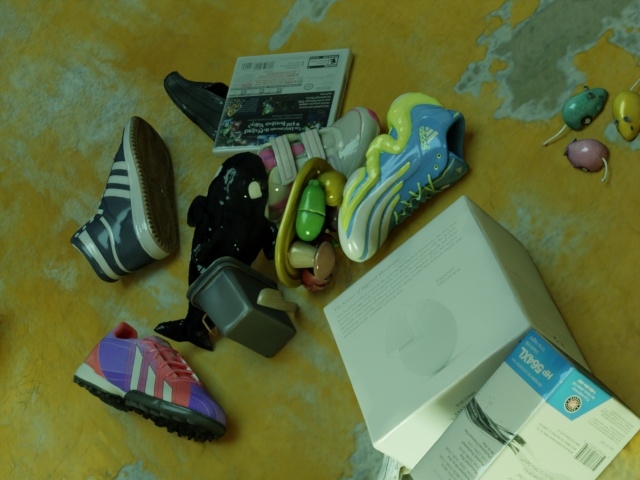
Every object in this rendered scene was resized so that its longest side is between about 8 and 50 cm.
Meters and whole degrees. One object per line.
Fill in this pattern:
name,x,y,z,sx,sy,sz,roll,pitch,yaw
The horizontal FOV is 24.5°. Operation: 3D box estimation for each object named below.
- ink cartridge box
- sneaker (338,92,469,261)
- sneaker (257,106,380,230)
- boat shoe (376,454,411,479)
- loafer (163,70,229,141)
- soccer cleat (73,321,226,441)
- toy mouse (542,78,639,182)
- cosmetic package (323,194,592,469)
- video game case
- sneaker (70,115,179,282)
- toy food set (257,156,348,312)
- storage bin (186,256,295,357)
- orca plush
ink cartridge box,0.213,0.216,1.532,0.203,0.148,0.086,-49,40,5
sneaker,0.112,-0.078,1.900,0.126,0.091,0.240,14,80,41
sneaker,-0.026,-0.099,2.034,0.252,0.111,0.103,-42,40,14
boat shoe,0.091,0.260,1.719,0.035,0.035,0.100,9,62,19
loafer,-0.173,-0.213,2.302,0.078,0.076,0.223,-47,44,0
soccer cleat,-0.224,0.189,2.030,0.318,0.108,0.116,12,67,51
toy mouse,0.321,-0.137,1.779,0.143,0.031,0.161,-9,56,41
cosmetic package,0.150,0.113,1.680,0.224,0.138,0.225,-39,42,17
video game case,-0.055,-0.202,2.173,0.190,0.022,0.173,-1,60,25
sneaker,-0.312,-0.061,2.305,0.153,0.099,0.282,-32,47,22
toy food set,0.000,0.000,1.941,0.071,0.128,0.218,12,79,25
storage bin,-0.103,0.100,1.958,0.098,0.135,0.091,-45,49,10
orca plush,-0.160,0.016,1.997,0.151,0.102,0.287,43,113,22
